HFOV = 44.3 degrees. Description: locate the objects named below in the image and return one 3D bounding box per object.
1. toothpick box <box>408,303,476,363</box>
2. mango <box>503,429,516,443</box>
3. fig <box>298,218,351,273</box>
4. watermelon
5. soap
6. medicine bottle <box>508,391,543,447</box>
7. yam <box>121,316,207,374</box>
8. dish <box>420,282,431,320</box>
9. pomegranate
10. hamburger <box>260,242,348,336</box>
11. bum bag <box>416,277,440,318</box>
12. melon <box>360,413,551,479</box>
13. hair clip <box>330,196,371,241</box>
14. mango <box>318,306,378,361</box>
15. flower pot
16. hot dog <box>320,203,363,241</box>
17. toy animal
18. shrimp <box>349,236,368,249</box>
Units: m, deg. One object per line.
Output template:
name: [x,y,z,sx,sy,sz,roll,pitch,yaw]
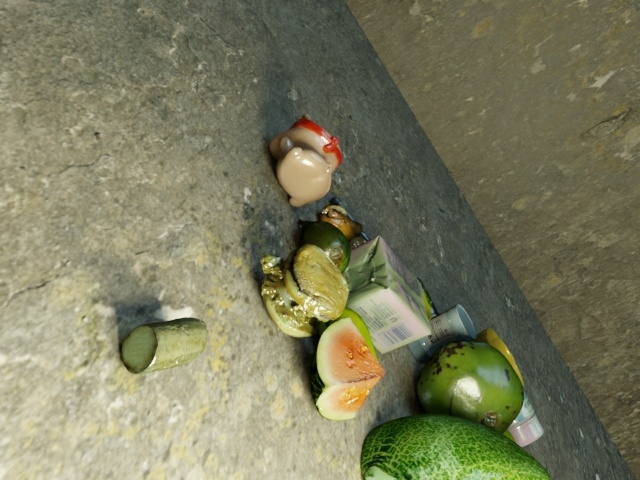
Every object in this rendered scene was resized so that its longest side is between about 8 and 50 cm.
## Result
toothpick box: [0.306,0.238,2.006,0.101,0.153,0.101,48,23,-29]
mango: [0.430,0.550,1.895,0.293,0.143,0.175,-82,154,-63]
fig: [0.000,0.000,1.705,0.117,0.117,0.177,40,18,-43]
watermelon: [0.031,0.254,1.439,0.137,0.145,0.193,28,38,0]
soap: [0.139,0.124,1.792,0.199,0.139,0.182,46,26,-34]
medicine bottle: [0.542,0.497,2.240,0.168,0.135,0.135,64,21,7]
yam: [-0.210,0.144,1.073,0.069,0.070,0.146,65,20,11]
dish: [0.209,0.157,1.995,0.148,0.080,0.208,57,22,3]
pomegranate: [0.346,0.348,1.858,0.254,0.254,0.270,46,14,-33]
hamburger: [-0.044,0.094,1.444,0.185,0.131,0.159,48,31,-11]
bum bag: [0.284,0.189,2.177,0.087,0.049,0.197,-29,89,-45]
melon: [0.234,0.447,1.518,0.331,0.226,0.344,26,-2,36]
hair clip: [0.116,-0.005,2.043,0.275,0.048,0.083,51,27,-20]
mango: [0.058,0.207,1.567,0.163,0.089,0.117,59,21,-6]
flower pot: [0.409,0.353,2.054,0.195,0.179,0.195,49,22,-27]
hot dog: [0.051,-0.038,1.918,0.140,0.060,0.089,44,30,-44]
toy animal: [-0.032,-0.188,1.805,0.171,0.171,0.197,50,31,-25]
shrimp: [0.124,0.063,1.953,0.217,0.051,0.115,30,58,-53]
